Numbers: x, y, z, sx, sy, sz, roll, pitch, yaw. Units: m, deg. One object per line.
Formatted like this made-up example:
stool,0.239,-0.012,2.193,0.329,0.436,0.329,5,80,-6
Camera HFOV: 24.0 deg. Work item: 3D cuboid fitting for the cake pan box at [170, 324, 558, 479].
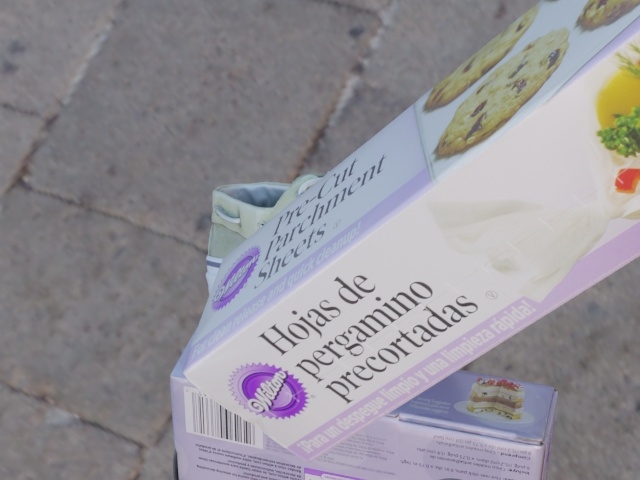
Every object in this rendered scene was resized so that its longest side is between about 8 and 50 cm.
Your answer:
cake pan box,0.022,0.189,1.056,0.267,0.245,0.070,8,34,13

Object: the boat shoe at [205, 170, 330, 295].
boat shoe,0.000,0.000,1.045,0.302,0.109,0.094,-2,100,55

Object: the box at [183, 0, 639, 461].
box,0.077,-0.031,0.462,0.324,0.063,0.067,-37,23,40
